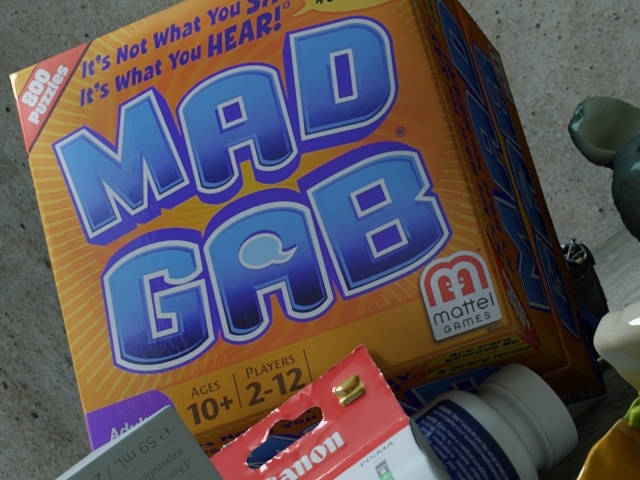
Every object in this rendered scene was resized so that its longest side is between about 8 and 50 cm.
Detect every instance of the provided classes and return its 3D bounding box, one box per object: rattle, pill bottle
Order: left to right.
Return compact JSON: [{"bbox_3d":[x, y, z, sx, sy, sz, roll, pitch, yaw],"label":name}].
[{"bbox_3d":[0.097,0.177,1.243,0.186,0.112,0.112,-35,-2,-19],"label":"pill bottle"},{"bbox_3d":[0.218,0.100,0.850,0.199,0.130,0.143,4,43,50],"label":"rattle"}]

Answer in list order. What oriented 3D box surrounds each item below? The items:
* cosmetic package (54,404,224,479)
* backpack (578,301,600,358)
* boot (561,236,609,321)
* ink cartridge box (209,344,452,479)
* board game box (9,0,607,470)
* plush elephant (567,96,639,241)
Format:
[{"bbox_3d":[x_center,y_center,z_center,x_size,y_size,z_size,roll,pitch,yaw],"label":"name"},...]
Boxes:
[{"bbox_3d":[-0.124,0.254,0.942,0.224,0.225,0.138,-35,0,-29],"label":"cosmetic package"},{"bbox_3d":[0.231,0.114,1.712,0.120,0.098,0.101,-49,-13,12],"label":"backpack"},{"bbox_3d":[0.197,0.075,1.795,0.229,0.263,0.091,-40,42,-7],"label":"boot"},{"bbox_3d":[-0.001,0.190,1.152,0.181,0.225,0.056,-37,-39,6],"label":"ink cartridge box"},{"bbox_3d":[0.000,0.000,1.459,0.356,0.357,0.356,-21,-18,16],"label":"board game box"},{"bbox_3d":[0.356,-0.087,1.428,0.255,0.272,0.330,-22,-35,-16],"label":"plush elephant"}]
